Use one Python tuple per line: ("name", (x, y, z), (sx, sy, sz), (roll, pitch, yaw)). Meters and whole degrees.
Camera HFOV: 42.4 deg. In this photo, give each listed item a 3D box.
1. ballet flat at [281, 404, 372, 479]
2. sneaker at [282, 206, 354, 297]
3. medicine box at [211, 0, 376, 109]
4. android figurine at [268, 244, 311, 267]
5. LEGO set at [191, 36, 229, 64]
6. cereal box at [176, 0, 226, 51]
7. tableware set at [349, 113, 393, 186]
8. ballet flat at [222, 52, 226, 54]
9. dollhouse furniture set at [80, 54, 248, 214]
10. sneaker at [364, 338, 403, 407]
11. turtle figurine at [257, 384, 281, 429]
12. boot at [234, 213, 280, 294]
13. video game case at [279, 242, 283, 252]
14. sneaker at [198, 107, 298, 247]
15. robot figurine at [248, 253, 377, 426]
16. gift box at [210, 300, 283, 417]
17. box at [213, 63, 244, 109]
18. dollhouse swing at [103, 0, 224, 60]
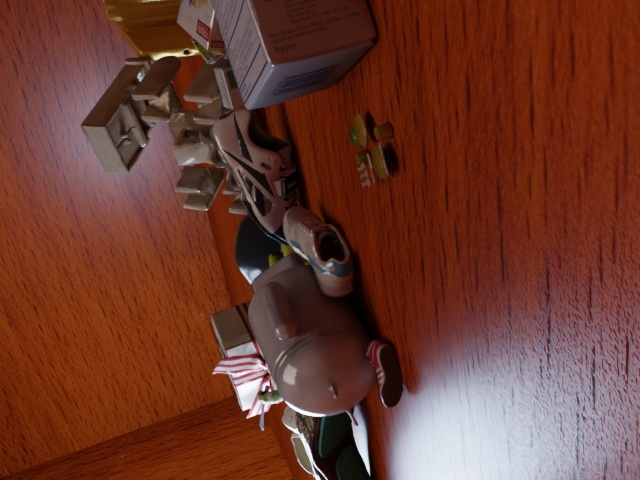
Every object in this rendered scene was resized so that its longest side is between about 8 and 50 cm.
("ballet flat", (0.004, 0.460, 1.910), (0.182, 0.164, 0.483), (14, 132, 33))
("sneaker", (0.000, 0.000, 1.551), (0.229, 0.087, 0.092), (52, 151, 40))
("medicine box", (-0.063, -0.358, 1.135), (0.263, 0.149, 0.289), (166, 87, -78))
("android figurine", (-0.065, 0.143, 1.882), (0.248, 0.056, 0.273), (-43, 51, 53))
("LEGO set", (-0.188, -0.408, 1.661), (0.287, 0.107, 0.132), (49, 166, 45))
("cereal box", (-0.208, -0.503, 1.576), (0.173, 0.047, 0.240), (47, 130, 46))
("tableware set", (0.074, -0.132, 1.158), (0.154, 0.024, 0.104), (161, 95, -79))
("ballet flat", (-0.217, -0.437, 1.792), (0.188, 0.070, 0.070), (40, 157, 18))
("dollhouse furniture set", (-0.325, -0.290, 1.988), (0.362, 0.394, 0.256), (72, -149, -46))
("sneaker", (0.111, 0.230, 1.455), (0.067, 0.042, 0.118), (-150, 51, -67))
("turtle figurine", (-0.092, 0.349, 2.172), (0.274, 0.197, 0.266), (136, 116, -72))
("boot", (-0.153, 0.032, 2.059), (0.115, 0.112, 0.305), (-104, 3, -46))
("video game case", (-0.117, -0.011, 2.147), (0.329, 0.036, 0.300), (-130, 25, -60))
("sneaker", (-0.098, -0.129, 1.714), (0.330, 0.146, 0.122), (53, -156, -22))
("robot figurine", (-0.014, 0.189, 1.579), (0.300, 0.200, 0.353), (42, -165, -46))
("gift box", (-0.188, 0.345, 2.440), (0.258, 0.276, 0.255), (-133, 22, -60))
("box", (-0.156, -0.326, 1.707), (0.102, 0.101, 0.087), (-141, 36, -69))
("dollhouse swing", (-0.352, -0.534, 1.922), (0.347, 0.315, 0.305), (91, 169, -55))
